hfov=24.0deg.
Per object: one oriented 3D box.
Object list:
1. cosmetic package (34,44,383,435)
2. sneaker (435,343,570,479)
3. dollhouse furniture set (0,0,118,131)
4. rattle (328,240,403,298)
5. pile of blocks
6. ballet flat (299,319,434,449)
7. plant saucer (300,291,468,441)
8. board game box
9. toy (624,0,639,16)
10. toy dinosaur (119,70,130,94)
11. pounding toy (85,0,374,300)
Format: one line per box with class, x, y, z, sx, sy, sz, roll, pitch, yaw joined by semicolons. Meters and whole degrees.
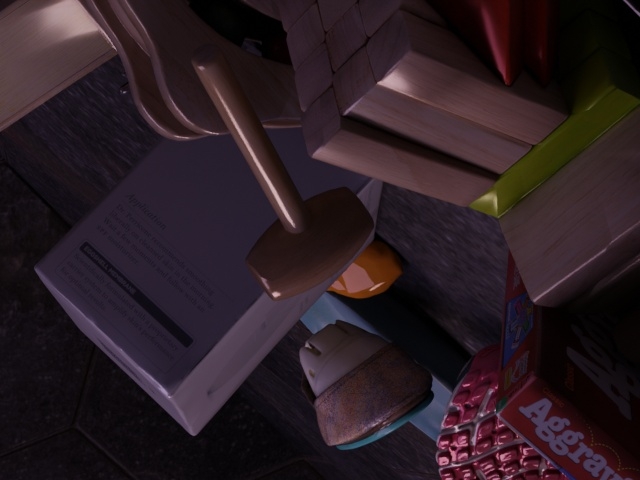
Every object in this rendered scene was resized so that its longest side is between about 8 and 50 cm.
cosmetic package;-0.075;0.008;1.128;0.138;0.225;0.224;42;169;9
sneaker;0.169;0.186;1.299;0.299;0.120;0.112;69;-165;-46
dollhouse furniture set;-0.289;-0.222;1.330;0.212;0.161;0.242;53;-174;-45
rattle;0.000;0.000;1.353;0.199;0.142;0.130;16;-124;-81
pile of blocks;0.150;-0.029;0.618;0.362;0.149;0.112;36;128;-18
ballet flat;0.024;0.129;1.373;0.106;0.107;0.316;55;169;3
plant saucer;0.083;0.121;1.499;0.317;0.044;0.317;40;168;10
board game box;0.146;0.055;0.695;0.145;0.027;0.281;39;-159;-7
toy;0.042;-0.167;0.469;0.237;0.056;0.137;39;-162;-42
toy dinosaur;-0.145;-0.188;0.916;0.200;0.127;0.295;41;177;-34
pounding toy;-0.016;-0.122;0.695;0.270;0.154;0.155;63;164;-10
